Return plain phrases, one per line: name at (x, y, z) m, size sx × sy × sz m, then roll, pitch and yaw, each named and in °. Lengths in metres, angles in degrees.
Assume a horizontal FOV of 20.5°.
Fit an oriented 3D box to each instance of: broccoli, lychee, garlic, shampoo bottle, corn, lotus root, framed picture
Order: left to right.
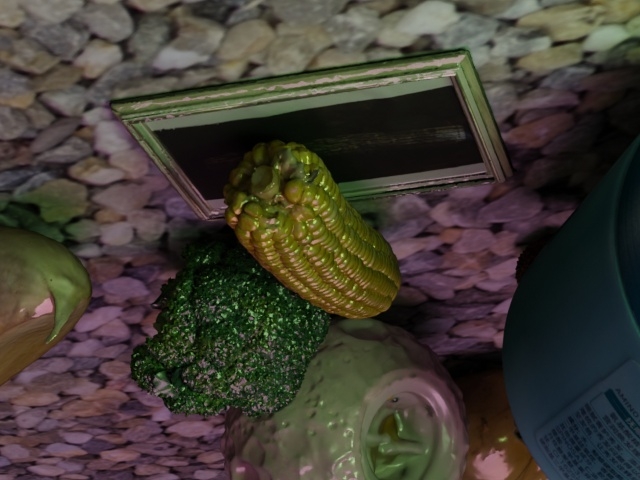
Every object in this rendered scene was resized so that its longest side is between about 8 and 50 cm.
garlic at (-0.289, 0.068, 1.607) m, size 0.145 × 0.164 × 0.245 m, roll 32°, pitch 138°, yaw -24°
broccoli at (-0.085, 0.084, 1.663) m, size 0.195 × 0.195 × 0.156 m, roll 21°, pitch 168°, yaw -41°
corn at (0.000, 0.000, 1.514) m, size 0.101 × 0.101 × 0.291 m, roll -9°, pitch 160°, yaw 17°
framed picture at (0.001, -0.078, 1.466) m, size 0.293 × 0.018 × 0.231 m, roll -8°, pitch 156°, yaw 13°
lotus root at (0.137, 0.243, 2.048) m, size 0.169 × 0.151 × 0.342 m, roll 3°, pitch 160°, yaw -43°
lychee at (0.219, 0.027, 1.667) m, size 0.067 × 0.068 × 0.083 m, roll 52°, pitch 139°, yaw -10°
shampoo bottle at (0.347, 0.061, 1.415) m, size 0.331 × 0.331 × 0.343 m, roll 4°, pitch 156°, yaw -12°

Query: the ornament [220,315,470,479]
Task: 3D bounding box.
ornament at (0.021, 0.203, 1.826) m, size 0.259 × 0.259 × 0.225 m, roll 18°, pitch 166°, yaw -37°
